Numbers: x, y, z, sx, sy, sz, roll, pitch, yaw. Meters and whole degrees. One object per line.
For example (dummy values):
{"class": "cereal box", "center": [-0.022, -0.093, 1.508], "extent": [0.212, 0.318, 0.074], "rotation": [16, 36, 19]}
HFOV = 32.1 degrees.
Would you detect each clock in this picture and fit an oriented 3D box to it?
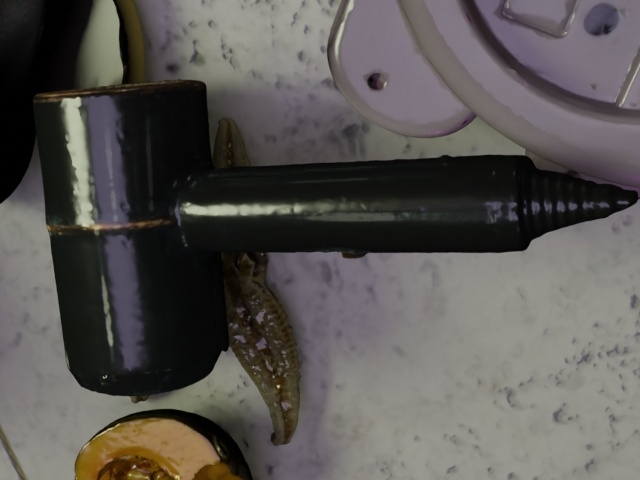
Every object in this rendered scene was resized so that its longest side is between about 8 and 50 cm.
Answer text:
{"class": "clock", "center": [0.188, -0.162, 0.630], "extent": [0.322, 0.113, 0.295], "rotation": [21, 109, 2]}

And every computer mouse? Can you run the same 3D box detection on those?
{"class": "computer mouse", "center": [-0.243, -0.128, 0.709], "extent": [0.137, 0.096, 0.233], "rotation": [21, 111, 32]}

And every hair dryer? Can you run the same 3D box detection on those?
{"class": "hair dryer", "center": [0.000, 0.000, 0.639], "extent": [0.352, 0.107, 0.189], "rotation": [1, 102, 23]}

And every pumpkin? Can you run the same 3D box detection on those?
{"class": "pumpkin", "center": [-0.099, 0.199, 0.791], "extent": [0.119, 0.107, 0.183], "rotation": [-9, 99, 10]}

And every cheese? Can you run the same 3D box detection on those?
{"class": "cheese", "center": [-0.159, -0.170, 0.730], "extent": [0.086, 0.036, 0.162], "rotation": [4, 106, 15]}

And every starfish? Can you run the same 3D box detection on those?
{"class": "starfish", "center": [-0.093, 0.037, 0.774], "extent": [0.138, 0.050, 0.247], "rotation": [-7, 102, 14]}
